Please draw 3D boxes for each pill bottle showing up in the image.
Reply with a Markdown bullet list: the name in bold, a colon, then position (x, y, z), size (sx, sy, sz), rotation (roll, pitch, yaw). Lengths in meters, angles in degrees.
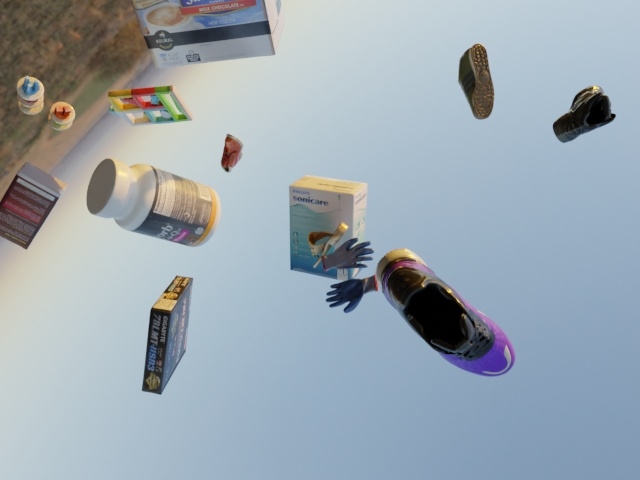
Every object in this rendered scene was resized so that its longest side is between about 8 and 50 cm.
- **pill bottle**: position (-0.387, -0.088, 1.308), size (0.162, 0.278, 0.162), rotation (-14, -112, 40)

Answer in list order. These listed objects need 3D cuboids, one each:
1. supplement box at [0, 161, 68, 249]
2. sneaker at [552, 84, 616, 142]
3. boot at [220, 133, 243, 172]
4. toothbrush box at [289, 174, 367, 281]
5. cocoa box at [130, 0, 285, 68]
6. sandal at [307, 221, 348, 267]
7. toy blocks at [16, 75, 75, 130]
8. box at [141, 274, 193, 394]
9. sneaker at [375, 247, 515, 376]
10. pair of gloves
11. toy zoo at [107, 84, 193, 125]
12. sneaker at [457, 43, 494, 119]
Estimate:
- **supplement box**: position (-0.869, -0.100, 1.642), size (0.239, 0.130, 0.073), rotation (-47, -155, 22)
- **sneaker**: position (0.688, -0.332, 1.388), size (0.227, 0.087, 0.130), rotation (-40, -168, -33)
- **boot**: position (-0.295, -0.283, 1.817), size (0.084, 0.059, 0.158), rotation (-60, 172, -22)
- **toothbrush box**: position (0.023, -0.040, 1.749), size (0.216, 0.295, 0.126), rotation (9, -154, 22)
- **cocoa box**: position (-0.293, -0.633, 1.490), size (0.347, 0.228, 0.231), rotation (-4, -137, 8)
- **sandal**: position (0.003, -0.004, 1.604), size (0.088, 0.079, 0.240), rotation (-53, -179, -31)
- **toy blocks**: position (-0.598, -0.302, 1.212), size (0.148, 0.123, 0.054), rotation (-11, -127, 62)
- **box**: position (-0.498, 0.301, 1.830), size (0.293, 0.073, 0.295), rotation (-80, -179, -74)
- **sneaker**: position (0.207, 0.142, 0.859), size (0.102, 0.293, 0.146), rotation (-49, -163, 7)
- **pair of gloves**: position (0.078, 0.093, 1.483), size (0.159, 0.023, 0.198), rotation (-21, -118, 24)
- **toy zoo**: position (-0.646, -0.494, 2.055), size (0.293, 0.192, 0.030), rotation (-3, -111, 8)
- **sneaker**: position (0.404, -0.410, 1.462), size (0.064, 0.192, 0.086), rotation (-8, -176, -17)
